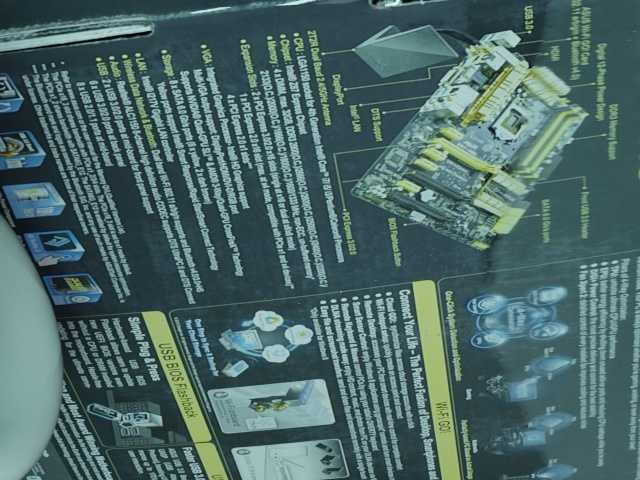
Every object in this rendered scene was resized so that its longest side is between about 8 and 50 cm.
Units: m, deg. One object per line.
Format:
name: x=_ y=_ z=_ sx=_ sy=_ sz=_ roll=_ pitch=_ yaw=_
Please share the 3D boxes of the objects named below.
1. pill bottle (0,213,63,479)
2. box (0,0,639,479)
pill bottle: x=-0.202 y=0.068 z=0.600 sx=0.229 sy=0.131 sz=0.131 roll=-33 pitch=150 yaw=27
box: x=0.000 y=0.000 z=0.742 sx=0.318 sy=0.097 sz=0.395 roll=-5 pitch=148 yaw=6
